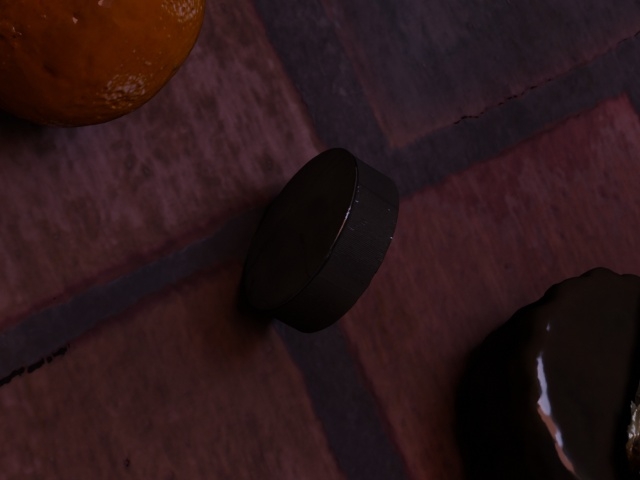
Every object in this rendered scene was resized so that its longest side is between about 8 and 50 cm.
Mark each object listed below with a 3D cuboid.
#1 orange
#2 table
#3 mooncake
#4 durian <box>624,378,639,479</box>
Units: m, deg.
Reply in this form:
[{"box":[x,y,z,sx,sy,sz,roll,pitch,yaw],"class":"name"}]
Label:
[{"box":[-0.166,-0.170,1.208,0.161,0.193,0.193,32,58,-51],"class":"orange"},{"box":[0.000,0.000,1.294,0.043,0.133,0.133,30,62,-24],"class":"table"},{"box":[0.218,0.143,1.406,0.228,0.124,0.228,13,64,-30],"class":"mooncake"},{"box":[0.305,0.129,1.351,0.139,0.144,0.252,15,65,9],"class":"durian"}]
